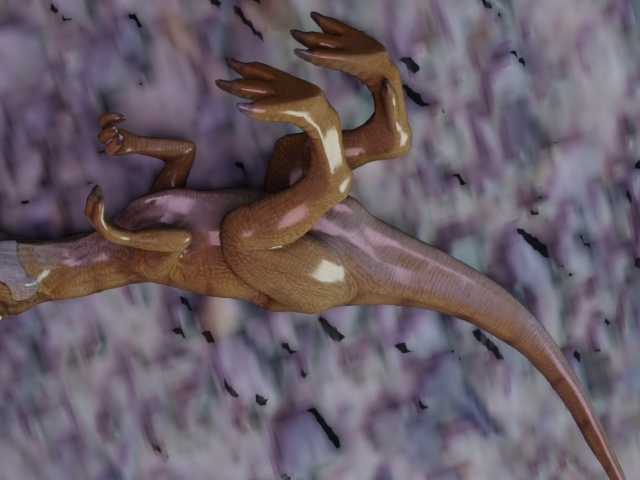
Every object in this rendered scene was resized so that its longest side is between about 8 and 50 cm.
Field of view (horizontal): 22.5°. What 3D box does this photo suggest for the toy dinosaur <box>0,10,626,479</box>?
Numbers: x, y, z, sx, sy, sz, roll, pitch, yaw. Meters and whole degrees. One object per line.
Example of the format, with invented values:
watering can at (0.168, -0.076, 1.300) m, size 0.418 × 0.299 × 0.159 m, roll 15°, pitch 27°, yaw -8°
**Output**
toy dinosaur at (0.000, 0.000, 0.463) m, size 0.211 × 0.064 × 0.112 m, roll 9°, pitch 122°, yaw -5°
